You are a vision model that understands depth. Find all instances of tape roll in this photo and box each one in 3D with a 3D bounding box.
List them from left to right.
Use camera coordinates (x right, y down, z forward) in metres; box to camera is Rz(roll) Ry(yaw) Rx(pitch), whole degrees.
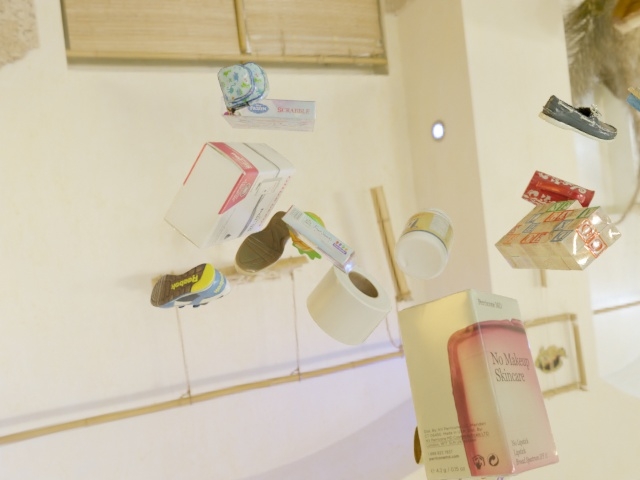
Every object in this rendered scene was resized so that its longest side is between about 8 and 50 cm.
[{"bbox_3d":[0.096,0.207,1.793,0.169,0.246,0.246,-54,160,21],"label":"tape roll"}]

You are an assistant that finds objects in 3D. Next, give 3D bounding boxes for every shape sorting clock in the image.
[{"bbox_3d":[0.665,-0.224,0.996,0.206,0.206,0.040,-7,140,-45],"label":"shape sorting clock"}]

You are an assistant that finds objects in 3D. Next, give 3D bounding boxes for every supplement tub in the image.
[{"bbox_3d":[0.295,0.003,1.490,0.144,0.145,0.200,-6,-155,25],"label":"supplement tub"}]

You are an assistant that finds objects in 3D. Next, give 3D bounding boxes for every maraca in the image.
[{"bbox_3d":[-0.039,-0.012,1.592,0.127,0.186,0.099,28,-128,21],"label":"maraca"}]

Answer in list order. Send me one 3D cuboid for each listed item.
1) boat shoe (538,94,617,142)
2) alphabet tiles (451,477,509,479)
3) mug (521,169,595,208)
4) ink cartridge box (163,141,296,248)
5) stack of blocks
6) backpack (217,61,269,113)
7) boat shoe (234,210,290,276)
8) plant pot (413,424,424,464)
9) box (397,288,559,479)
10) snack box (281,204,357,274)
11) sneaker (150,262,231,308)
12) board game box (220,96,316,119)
[{"bbox_3d":[0.742,-0.347,1.506,0.254,0.079,0.095,15,-148,-11],"label":"boat shoe"},{"bbox_3d":[0.411,0.519,1.313,0.277,0.284,0.021,24,180,-36],"label":"alphabet tiles"},{"bbox_3d":[0.678,-0.137,1.513,0.169,0.113,0.150,29,153,16],"label":"mug"},{"bbox_3d":[-0.195,-0.113,1.226,0.117,0.207,0.283,38,-160,11],"label":"ink cartridge box"},{"bbox_3d":[0.584,-0.014,1.310,0.171,0.087,0.297,-40,-175,-8],"label":"stack of blocks"},{"bbox_3d":[-0.188,-0.382,1.304,0.114,0.105,0.084,-14,-179,9],"label":"backpack"},{"bbox_3d":[-0.179,0.028,1.724,0.110,0.121,0.341,-53,177,37],"label":"boat shoe"},{"bbox_3d":[0.390,0.726,1.885,0.095,0.134,0.134,5,180,-2],"label":"plant pot"},{"bbox_3d":[0.216,0.200,0.741,0.126,0.233,0.148,-25,153,39],"label":"box"},{"bbox_3d":[0.000,0.000,0.970,0.141,0.037,0.100,38,175,13],"label":"snack box"},{"bbox_3d":[-0.197,0.077,0.798,0.144,0.053,0.059,-14,150,32],"label":"sneaker"},{"bbox_3d":[-0.178,-0.448,1.910,0.318,0.066,0.318,3,-176,-3],"label":"board game box"}]
